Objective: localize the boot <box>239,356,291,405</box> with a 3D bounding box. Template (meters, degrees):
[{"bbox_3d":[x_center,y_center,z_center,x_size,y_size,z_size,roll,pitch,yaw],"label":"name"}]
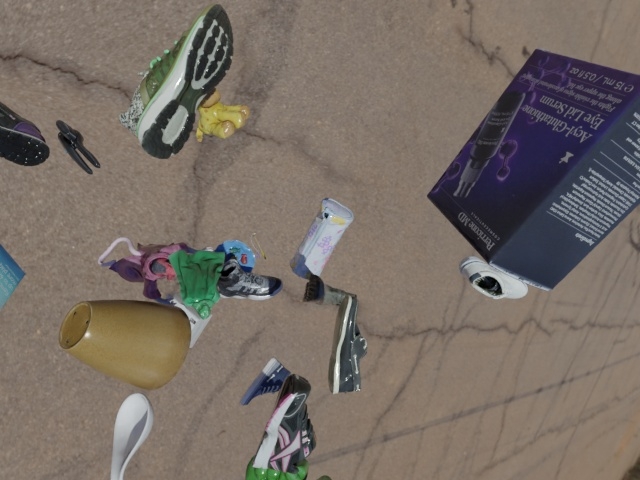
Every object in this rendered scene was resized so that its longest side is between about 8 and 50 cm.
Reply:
[{"bbox_3d":[-0.171,0.463,1.272,0.190,0.086,0.069,-48,176,-44],"label":"boot"}]

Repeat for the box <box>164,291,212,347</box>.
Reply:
[{"bbox_3d":[-0.595,0.343,1.702,0.181,0.181,0.119,-57,166,7],"label":"box"}]

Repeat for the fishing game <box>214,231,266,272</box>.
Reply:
[{"bbox_3d":[-0.348,0.090,1.582,0.264,0.041,0.188,-24,120,-14],"label":"fishing game"}]

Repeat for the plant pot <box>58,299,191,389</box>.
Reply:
[{"bbox_3d":[-0.517,0.250,1.036,0.237,0.237,0.254,-59,141,-6],"label":"plant pot"}]

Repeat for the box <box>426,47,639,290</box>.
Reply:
[{"bbox_3d":[0.243,-0.076,0.436,0.108,0.153,0.207,21,115,-26],"label":"box"}]

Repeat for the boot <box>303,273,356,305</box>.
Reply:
[{"bbox_3d":[0.038,0.160,1.213,0.161,0.246,0.083,10,78,-4],"label":"boot"}]

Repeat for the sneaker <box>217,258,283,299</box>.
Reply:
[{"bbox_3d":[-0.279,0.147,1.511,0.269,0.101,0.153,-1,140,-2],"label":"sneaker"}]

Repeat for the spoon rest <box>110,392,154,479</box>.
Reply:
[{"bbox_3d":[-0.490,0.540,1.038,0.138,0.276,0.084,-24,151,22],"label":"spoon rest"}]

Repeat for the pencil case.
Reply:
[{"bbox_3d":[0.000,0.000,1.283,0.273,0.114,0.124,-61,175,30],"label":"pencil case"}]

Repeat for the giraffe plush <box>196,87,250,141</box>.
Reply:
[{"bbox_3d":[-0.369,-0.453,1.353,0.181,0.211,0.170,-74,150,-45],"label":"giraffe plush"}]

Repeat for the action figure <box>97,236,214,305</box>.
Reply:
[{"bbox_3d":[-0.552,0.062,1.351,0.276,0.370,0.247,38,72,-26],"label":"action figure"}]

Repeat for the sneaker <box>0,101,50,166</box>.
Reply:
[{"bbox_3d":[-0.762,-0.274,0.884,0.107,0.124,0.283,-37,153,5],"label":"sneaker"}]

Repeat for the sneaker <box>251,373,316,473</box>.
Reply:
[{"bbox_3d":[-0.037,0.264,0.567,0.072,0.077,0.178,-69,179,-58],"label":"sneaker"}]

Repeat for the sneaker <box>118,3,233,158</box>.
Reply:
[{"bbox_3d":[-0.371,-0.416,0.987,0.409,0.182,0.158,-60,165,-4],"label":"sneaker"}]

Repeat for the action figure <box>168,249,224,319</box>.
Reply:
[{"bbox_3d":[-0.279,0.100,0.926,0.138,0.232,0.063,-7,121,-16],"label":"action figure"}]

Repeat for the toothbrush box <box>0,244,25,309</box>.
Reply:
[{"bbox_3d":[-1.034,0.135,1.144,0.126,0.295,0.216,-3,132,2],"label":"toothbrush box"}]

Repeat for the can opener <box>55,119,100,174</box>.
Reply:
[{"bbox_3d":[-0.638,-0.236,1.049,0.059,0.186,0.073,-42,162,2],"label":"can opener"}]

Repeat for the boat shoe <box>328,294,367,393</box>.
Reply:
[{"bbox_3d":[0.068,0.237,0.918,0.079,0.084,0.232,4,97,-8],"label":"boat shoe"}]

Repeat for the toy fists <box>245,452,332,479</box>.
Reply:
[{"bbox_3d":[-0.045,0.576,0.896,0.142,0.279,0.096,-57,164,-13],"label":"toy fists"}]

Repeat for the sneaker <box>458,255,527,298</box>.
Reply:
[{"bbox_3d":[0.511,0.133,1.168,0.259,0.091,0.094,21,128,-21],"label":"sneaker"}]
